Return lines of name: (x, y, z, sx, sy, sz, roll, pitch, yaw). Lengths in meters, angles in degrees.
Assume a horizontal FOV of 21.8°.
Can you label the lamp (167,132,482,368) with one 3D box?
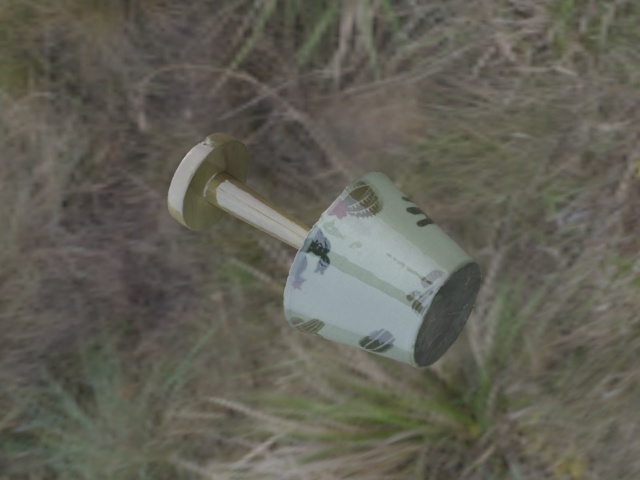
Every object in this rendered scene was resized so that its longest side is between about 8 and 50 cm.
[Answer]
lamp: (0.000, 0.000, 1.124, 0.214, 0.121, 0.121, 31, 109, 26)
